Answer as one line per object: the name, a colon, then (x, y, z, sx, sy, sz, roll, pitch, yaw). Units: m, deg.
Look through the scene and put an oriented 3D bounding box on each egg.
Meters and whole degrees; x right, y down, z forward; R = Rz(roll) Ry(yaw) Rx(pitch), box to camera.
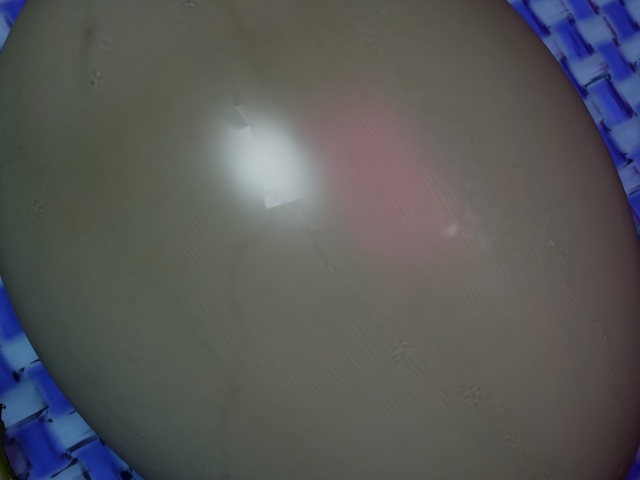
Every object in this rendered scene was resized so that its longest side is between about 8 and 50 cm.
egg: (0.000, 0.000, 0.589, 0.186, 0.186, 0.242, -29, 75, -33)

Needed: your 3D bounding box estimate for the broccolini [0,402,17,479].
broccolini: (-0.153, 0.073, 0.569, 0.123, 0.062, 0.272, -22, 82, -22)
